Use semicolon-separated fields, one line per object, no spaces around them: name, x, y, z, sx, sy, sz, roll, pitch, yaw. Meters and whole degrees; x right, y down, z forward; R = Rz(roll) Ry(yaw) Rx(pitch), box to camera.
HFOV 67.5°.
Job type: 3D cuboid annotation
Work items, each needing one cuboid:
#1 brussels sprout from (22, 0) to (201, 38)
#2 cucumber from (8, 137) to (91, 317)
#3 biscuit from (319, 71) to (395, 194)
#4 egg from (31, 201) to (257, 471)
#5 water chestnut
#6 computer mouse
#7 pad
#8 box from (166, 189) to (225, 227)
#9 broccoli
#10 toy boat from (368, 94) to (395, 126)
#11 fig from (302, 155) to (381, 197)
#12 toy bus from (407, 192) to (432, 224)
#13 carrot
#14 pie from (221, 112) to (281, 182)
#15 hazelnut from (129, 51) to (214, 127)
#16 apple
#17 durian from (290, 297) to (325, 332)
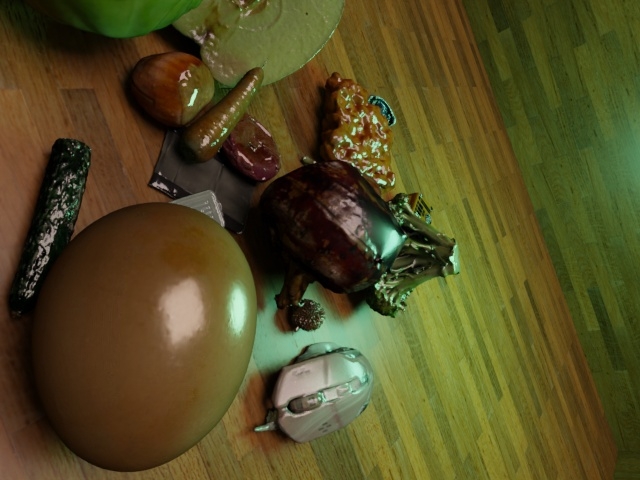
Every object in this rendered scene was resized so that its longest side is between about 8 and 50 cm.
brussels sprout;-0.389;-0.545;0.749;0.361;0.342;0.425;-19;74;-41
cucumber;-0.414;-0.021;0.739;0.067;0.067;0.293;24;59;-42
biscuit;0.118;-0.304;1.427;0.318;0.110;0.312;28;55;-40
egg;-0.244;0.127;0.690;0.301;0.301;0.374;28;58;-40
water chestnut;0.000;0.000;1.054;0.347;0.335;0.335;-46;121;2
computer mouse;0.011;0.331;1.059;0.389;0.115;0.199;-7;78;-51
pad;-0.238;-0.130;1.018;0.233;0.022;0.174;30;56;-37
box;-0.253;-0.041;0.913;0.122;0.069;0.084;-25;103;-42
broccoli;0.223;0.043;1.286;0.304;0.283;0.321;-52;136;-47
toy boat;0.204;-0.438;1.614;0.137;0.060;0.061;48;24;-31
fig;0.045;-0.126;1.283;0.160;0.231;0.143;-67;172;-62
toy bus;0.280;-0.058;1.531;0.114;0.098;0.201;49;46;-26
carrot;-0.187;-0.281;1.008;0.078;0.078;0.298;46;64;-28
pie;-0.163;-0.214;1.096;0.182;0.049;0.182;38;36;-34
hazelnut;-0.294;-0.302;0.946;0.150;0.150;0.150;21;61;-43
apple;-0.160;-0.538;1.032;0.320;0.360;0.311;49;3;16
durian;-0.031;0.178;1.104;0.080;0.080;0.091;50;61;-25
